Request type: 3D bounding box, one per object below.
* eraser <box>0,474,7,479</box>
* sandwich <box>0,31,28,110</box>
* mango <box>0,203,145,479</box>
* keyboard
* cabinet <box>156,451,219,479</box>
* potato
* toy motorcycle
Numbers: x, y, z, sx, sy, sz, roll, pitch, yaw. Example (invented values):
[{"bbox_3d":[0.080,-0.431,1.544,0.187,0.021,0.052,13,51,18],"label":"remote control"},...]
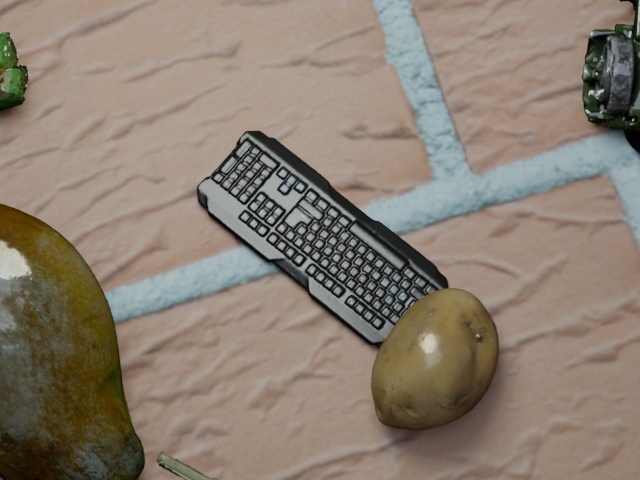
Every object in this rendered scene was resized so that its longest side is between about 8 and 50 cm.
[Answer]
[{"bbox_3d":[-0.358,0.279,1.660,0.104,0.023,0.150,41,80,11],"label":"eraser"},{"bbox_3d":[-0.423,-0.171,1.715,0.235,0.159,0.079,-6,80,21],"label":"sandwich"},{"bbox_3d":[-0.281,0.109,1.645,0.192,0.146,0.316,-31,91,-4],"label":"mango"},{"bbox_3d":[0.000,0.000,1.719,0.262,0.016,0.106,39,81,11],"label":"keyboard"},{"bbox_3d":[-0.039,0.385,1.480,0.318,0.227,0.290,24,79,27],"label":"cabinet"},{"bbox_3d":[0.107,0.113,1.643,0.112,0.112,0.147,30,75,9],"label":"potato"},{"bbox_3d":[0.364,-0.220,1.713,0.205,0.127,0.275,4,83,4],"label":"toy motorcycle"}]
